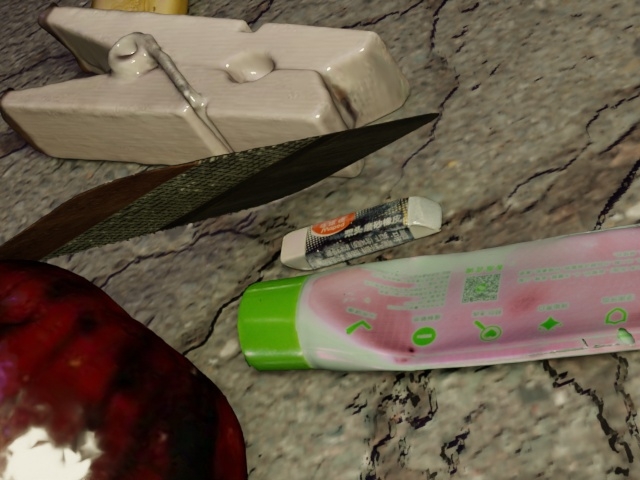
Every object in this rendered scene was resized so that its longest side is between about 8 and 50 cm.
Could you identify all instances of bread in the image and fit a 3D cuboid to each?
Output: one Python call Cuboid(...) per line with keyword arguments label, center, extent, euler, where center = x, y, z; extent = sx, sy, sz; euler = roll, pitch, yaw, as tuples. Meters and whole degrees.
Cuboid(label="bread", center=(-0.148, -0.193, 1.076), extent=(0.082, 0.056, 0.115), euler=(-7, 56, 4))

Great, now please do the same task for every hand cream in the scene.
Cuboid(label="hand cream", center=(0.089, 0.029, 0.656), extent=(0.275, 0.050, 0.079), euler=(-8, 68, 24))

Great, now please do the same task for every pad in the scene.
Cuboid(label="pad", center=(-0.003, -0.024, 0.643), extent=(0.250, 0.055, 0.323), euler=(-15, 12, -42))

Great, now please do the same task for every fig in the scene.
Cuboid(label="fig", center=(-0.164, 0.130, 0.598), extent=(0.204, 0.186, 0.249), euler=(26, 54, 31))

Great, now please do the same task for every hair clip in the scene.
Cuboid(label="hair clip", center=(-0.096, -0.107, 0.911), extent=(0.331, 0.085, 0.101), euler=(9, 55, 41))

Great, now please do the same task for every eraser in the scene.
Cuboid(label="eraser", center=(0.023, -0.005, 0.759), extent=(0.099, 0.019, 0.027), euler=(-17, 39, 23))
